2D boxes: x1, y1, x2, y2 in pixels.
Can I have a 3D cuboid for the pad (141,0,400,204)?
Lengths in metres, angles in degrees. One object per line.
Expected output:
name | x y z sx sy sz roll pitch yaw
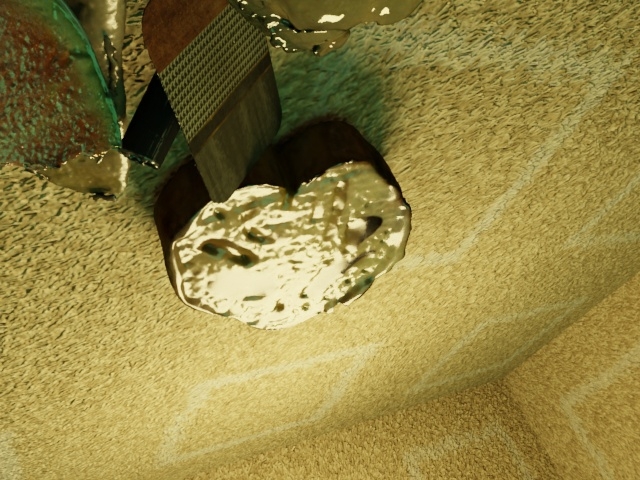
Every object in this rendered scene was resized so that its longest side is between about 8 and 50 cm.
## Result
pad | -0.039 -0.216 0.595 0.323 0.055 0.250 -41 148 -20

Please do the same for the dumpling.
dumpling | -0.250 -0.171 0.493 0.166 0.086 0.332 10 139 -17

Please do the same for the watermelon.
watermelon | -0.252 -0.150 0.373 0.231 0.128 0.146 1 134 -43

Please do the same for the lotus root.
lotus root | -0.047 0.002 0.825 0.391 0.111 0.374 -6 133 -23

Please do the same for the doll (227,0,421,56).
doll | -0.027 -0.258 0.346 0.247 0.247 0.349 -27 168 3

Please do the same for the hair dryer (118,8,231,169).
hair dryer | -0.132 -0.136 0.609 0.173 0.050 0.195 -65 165 -10
